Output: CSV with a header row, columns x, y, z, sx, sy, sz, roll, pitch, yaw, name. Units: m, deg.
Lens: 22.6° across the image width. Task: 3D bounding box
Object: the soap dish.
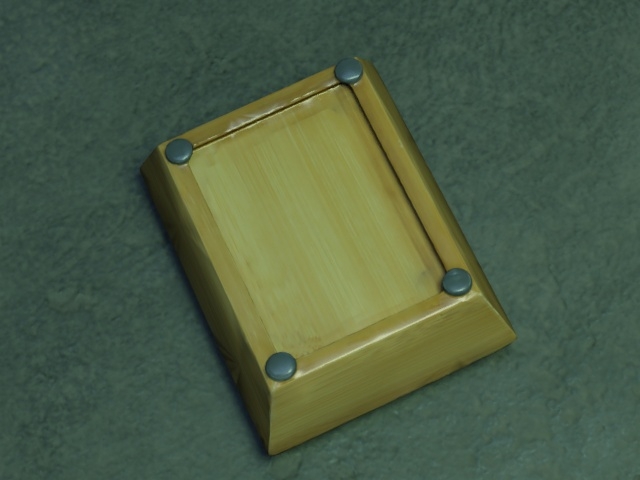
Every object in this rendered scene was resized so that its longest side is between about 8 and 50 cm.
x,y,z,sx,sy,sz,roll,pitch,yaw,name
0.000,0.000,1.340,0.229,0.118,0.291,-24,68,-5,soap dish
